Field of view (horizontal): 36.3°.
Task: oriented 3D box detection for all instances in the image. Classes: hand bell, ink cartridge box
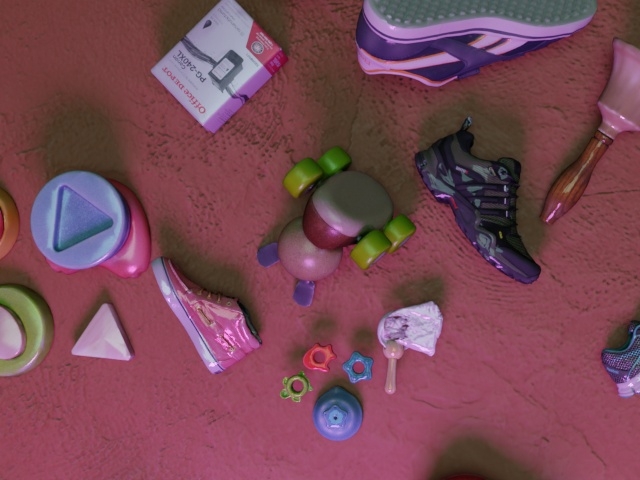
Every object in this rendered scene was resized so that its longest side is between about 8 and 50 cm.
[{"bbox_3d":[0.358,-0.125,1.254,0.126,0.126,0.242,35,105,7],"label":"hand bell"},{"bbox_3d":[-0.137,-0.237,1.321,0.150,0.063,0.109,-44,84,3],"label":"ink cartridge box"}]

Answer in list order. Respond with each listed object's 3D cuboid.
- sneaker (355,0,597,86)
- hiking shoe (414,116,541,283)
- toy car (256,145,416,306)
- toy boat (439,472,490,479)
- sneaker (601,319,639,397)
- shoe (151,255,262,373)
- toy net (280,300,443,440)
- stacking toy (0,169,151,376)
[{"bbox_3d":[0.193,-0.282,1.262,0.321,0.127,0.126,-7,63,-17],"label":"sneaker"},{"bbox_3d":[0.224,-0.050,1.260,0.114,0.086,0.227,-39,83,8],"label":"hiking shoe"},{"bbox_3d":[0.000,0.000,1.287,0.155,0.149,0.188,47,122,10],"label":"toy car"},{"bbox_3d":[0.216,0.398,1.214,0.231,0.151,0.151,33,92,7],"label":"toy boat"},{"bbox_3d":[0.430,0.126,1.244,0.166,0.065,0.076,-39,80,3],"label":"sneaker"},{"bbox_3d":[-0.152,0.086,1.315,0.081,0.063,0.178,-30,90,4],"label":"shoe"},{"bbox_3d":[0.061,0.156,1.297,0.232,0.045,0.122,-45,82,2],"label":"toy net"},{"bbox_3d":[-0.392,0.044,1.309,0.309,0.130,0.279,-5,87,7],"label":"stacking toy"}]
